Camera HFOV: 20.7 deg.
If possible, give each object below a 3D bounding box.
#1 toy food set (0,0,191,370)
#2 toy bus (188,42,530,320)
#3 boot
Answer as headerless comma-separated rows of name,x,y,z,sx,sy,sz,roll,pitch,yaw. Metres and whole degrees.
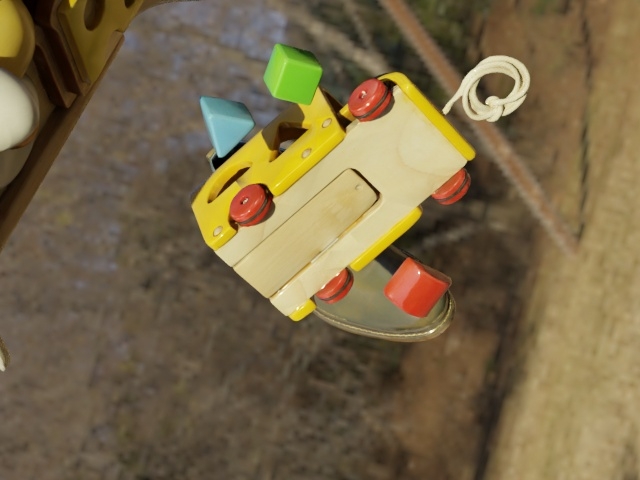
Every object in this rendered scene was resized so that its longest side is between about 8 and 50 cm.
toy food set,-0.149,-0.108,0.998,0.219,0.092,0.306,77,-146,-55
toy bus,0.012,-0.051,1.128,0.104,0.202,0.191,-117,29,-56
boot,0.000,0.000,1.314,0.082,0.219,0.106,-53,-33,-15
